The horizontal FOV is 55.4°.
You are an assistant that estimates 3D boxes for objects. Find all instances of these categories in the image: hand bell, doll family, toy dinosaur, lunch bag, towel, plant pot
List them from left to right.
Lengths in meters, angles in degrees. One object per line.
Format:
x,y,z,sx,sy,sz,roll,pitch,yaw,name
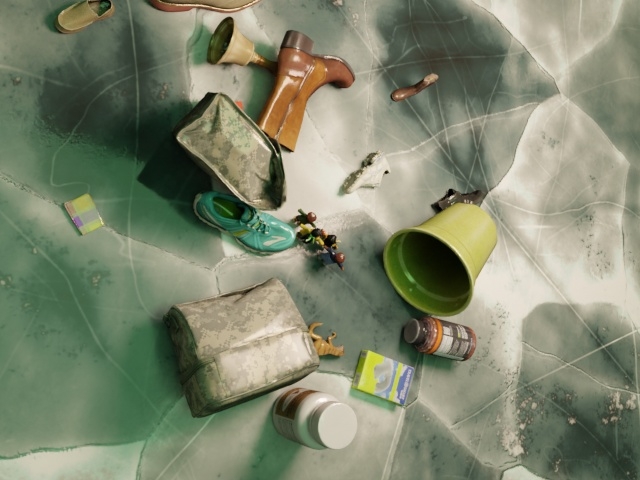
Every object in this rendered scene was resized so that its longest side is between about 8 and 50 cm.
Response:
-0.531,-0.060,1.370,0.060,0.009,0.083,-32,99,-28,towel
-0.191,-0.199,1.424,0.169,0.235,0.287,-45,110,-2,lunch bag
-0.182,0.234,1.404,0.305,0.212,0.256,-13,73,-31,lunch bag
-0.157,-0.464,1.578,0.242,0.126,0.126,18,75,-37,hand bell
-0.020,0.269,1.565,0.211,0.064,0.112,2,84,-27,toy dinosaur
0.000,0.000,1.580,0.193,0.111,0.076,38,68,-19,doll family
0.357,0.027,1.700,0.254,0.276,0.276,-39,102,-38,plant pot

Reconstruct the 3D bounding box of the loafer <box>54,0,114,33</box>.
-0.541,-0.524,1.399,0.148,0.050,0.056,-38,101,-26,loafer

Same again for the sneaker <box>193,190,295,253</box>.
-0.180,-0.044,1.494,0.275,0.110,0.107,23,74,-24,sneaker

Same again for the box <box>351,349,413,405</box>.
0.179,0.379,1.666,0.178,0.042,0.109,24,74,-22,box

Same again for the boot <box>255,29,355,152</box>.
-0.032,-0.369,1.617,0.264,0.096,0.281,20,84,-52,boot

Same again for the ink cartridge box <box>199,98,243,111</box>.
-0.244,-0.326,1.540,0.115,0.029,0.063,-8,88,-27,ink cartridge box

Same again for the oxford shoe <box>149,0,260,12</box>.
-0.252,-0.647,1.519,0.348,0.130,0.123,-22,94,-28,oxford shoe

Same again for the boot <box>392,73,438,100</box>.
0.277,-0.448,1.778,0.106,0.114,0.037,-26,96,-28,boot

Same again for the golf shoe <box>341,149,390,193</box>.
0.135,-0.173,1.701,0.176,0.069,0.086,-45,110,-23,golf shoe

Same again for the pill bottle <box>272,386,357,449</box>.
-0.014,0.426,1.453,0.131,0.229,0.131,4,81,-27,pill bottle

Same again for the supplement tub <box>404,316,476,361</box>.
0.335,0.275,1.725,0.197,0.106,0.106,17,76,-24,supplement tub

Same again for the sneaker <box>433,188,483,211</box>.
0.421,-0.127,1.849,0.170,0.051,0.089,-40,107,-22,sneaker
